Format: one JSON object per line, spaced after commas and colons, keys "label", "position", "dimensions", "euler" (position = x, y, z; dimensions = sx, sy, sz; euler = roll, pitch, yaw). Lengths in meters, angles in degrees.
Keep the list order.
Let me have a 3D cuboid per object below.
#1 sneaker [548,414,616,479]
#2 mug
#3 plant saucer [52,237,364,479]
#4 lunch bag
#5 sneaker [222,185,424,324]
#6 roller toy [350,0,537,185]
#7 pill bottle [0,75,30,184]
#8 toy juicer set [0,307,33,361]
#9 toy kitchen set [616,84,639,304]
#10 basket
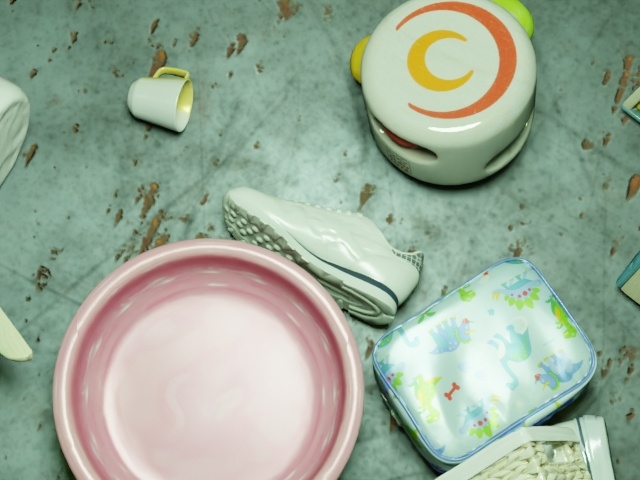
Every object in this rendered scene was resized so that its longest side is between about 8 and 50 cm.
{"label": "sneaker", "position": [0.280, 0.318, 1.526], "dimensions": [0.091, 0.094, 0.258], "euler": [-11, 71, 13]}
{"label": "mug", "position": [-0.184, -0.162, 1.649], "dimensions": [0.064, 0.078, 0.062], "euler": [11, 109, 11]}
{"label": "plant saucer", "position": [-0.119, 0.166, 1.552], "dimensions": [0.332, 0.084, 0.332], "euler": [0, 78, 0]}
{"label": "lunch bag", "position": [0.176, 0.139, 1.553], "dimensions": [0.219, 0.090, 0.176], "euler": [-32, 73, -8]}
{"label": "sneaker", "position": [0.000, 0.000, 1.601], "dimensions": [0.235, 0.090, 0.095], "euler": [32, 66, 3]}
{"label": "roller toy", "position": [0.141, -0.165, 1.599], "dimensions": [0.209, 0.146, 0.191], "euler": [-8, 68, 4]}
{"label": "pill bottle", "position": [-0.489, -0.160, 1.582], "dimensions": [0.302, 0.169, 0.169], "euler": [28, 78, 5]}
{"label": "toy juicer set", "position": [-0.482, 0.103, 1.573], "dimensions": [0.329, 0.089, 0.209], "euler": [-18, 59, -1]}
{"label": "toy kitchen set", "position": [0.373, -0.065, 1.612], "dimensions": [0.166, 0.122, 0.207], "euler": [39, 59, 8]}
{"label": "basket", "position": [0.192, 0.273, 1.472], "dimensions": [0.167, 0.113, 0.103], "euler": [-37, 63, 29]}
